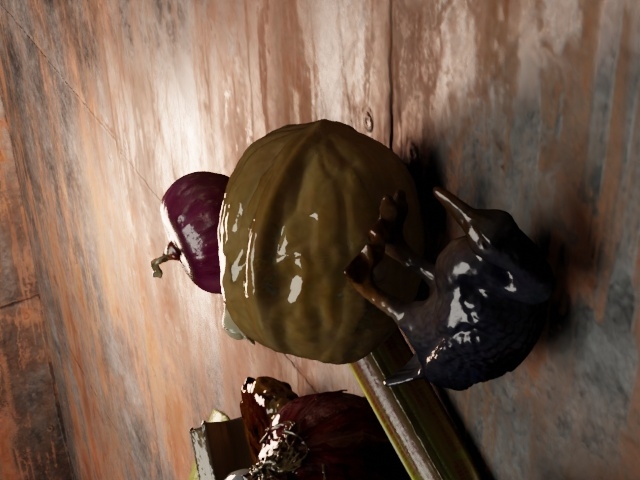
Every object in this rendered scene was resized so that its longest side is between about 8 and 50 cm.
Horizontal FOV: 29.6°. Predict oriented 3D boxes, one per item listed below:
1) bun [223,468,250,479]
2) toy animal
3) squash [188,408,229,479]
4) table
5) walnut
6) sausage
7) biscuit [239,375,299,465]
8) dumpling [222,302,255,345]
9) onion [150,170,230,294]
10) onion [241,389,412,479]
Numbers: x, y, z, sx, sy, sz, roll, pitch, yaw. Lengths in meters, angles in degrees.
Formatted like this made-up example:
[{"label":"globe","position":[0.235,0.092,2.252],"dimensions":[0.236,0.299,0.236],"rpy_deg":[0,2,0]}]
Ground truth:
[{"label":"bun","position":[-0.082,0.381,1.680],"dimensions":[0.141,0.083,0.141],"rpy_deg":[40,140,45]},{"label":"toy animal","position":[0.118,0.054,1.094],"dimensions":[0.185,0.122,0.298],"rpy_deg":[24,144,19]},{"label":"squash","position":[-0.147,0.455,2.172],"dimensions":[0.189,0.189,0.260],"rpy_deg":[5,75,66]},{"label":"table","position":[-0.134,0.399,1.952],"dimensions":[0.167,0.167,0.226],"rpy_deg":[138,122,-66]},{"label":"walnut","position":[0.000,0.000,1.252],"dimensions":[0.225,0.225,0.261],"rpy_deg":[37,134,55]},{"label":"sausage","position":[0.093,0.174,1.342],"dimensions":[0.371,0.082,0.082],"rpy_deg":[61,155,24]},{"label":"biscuit","position":[-0.029,0.333,1.733],"dimensions":[0.334,0.081,0.289],"rpy_deg":[-151,47,-65]},{"label":"dumpling","position":[-0.119,0.128,1.850],"dimensions":[0.076,0.057,0.052],"rpy_deg":[14,83,38]},{"label":"onion","position":[-0.152,-0.011,1.681],"dimensions":[0.177,0.153,0.177],"rpy_deg":[17,111,56]},{"label":"onion","position":[0.008,0.309,1.393],"dimensions":[0.221,0.281,0.281],"rpy_deg":[-14,93,34]}]
